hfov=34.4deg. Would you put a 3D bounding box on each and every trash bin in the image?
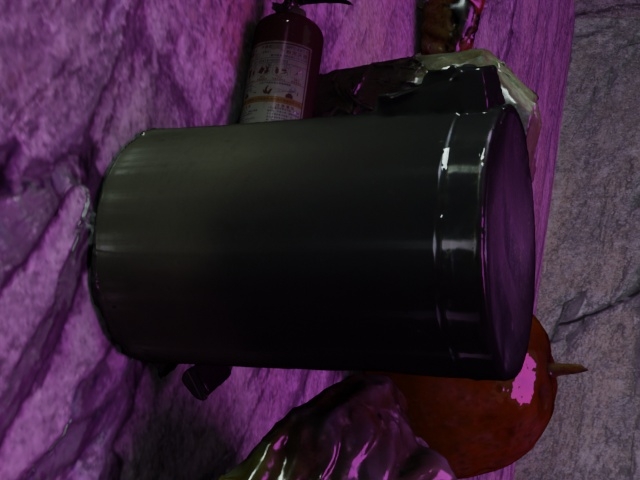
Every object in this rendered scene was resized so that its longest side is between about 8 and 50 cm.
[{"bbox_3d":[0.000,0.000,0.797,0.203,0.302,0.252,-31,118,-66],"label":"trash bin"}]

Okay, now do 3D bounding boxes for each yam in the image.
[{"bbox_3d":[0.100,-0.102,1.114,0.202,0.271,0.201,-60,145,-64],"label":"yam"}]

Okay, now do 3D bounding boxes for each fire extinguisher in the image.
[{"bbox_3d":[-0.024,-0.158,1.004,0.071,0.099,0.231,37,58,-58],"label":"fire extinguisher"}]

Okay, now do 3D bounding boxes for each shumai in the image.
[{"bbox_3d":[0.032,0.292,0.842,0.309,0.263,0.304,-54,157,8],"label":"shumai"}]

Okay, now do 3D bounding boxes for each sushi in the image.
[{"bbox_3d":[0.203,-0.336,1.624,0.103,0.097,0.226,1,105,-65],"label":"sushi"}]

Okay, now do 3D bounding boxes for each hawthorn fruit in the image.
[{"bbox_3d":[0.209,0.184,1.398,0.277,0.298,0.277,-2,90,-78],"label":"hawthorn fruit"}]

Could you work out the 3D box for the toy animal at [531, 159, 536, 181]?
[{"bbox_3d":[0.152,-0.075,1.372,0.226,0.188,0.358,55,46,-21],"label":"toy animal"}]
